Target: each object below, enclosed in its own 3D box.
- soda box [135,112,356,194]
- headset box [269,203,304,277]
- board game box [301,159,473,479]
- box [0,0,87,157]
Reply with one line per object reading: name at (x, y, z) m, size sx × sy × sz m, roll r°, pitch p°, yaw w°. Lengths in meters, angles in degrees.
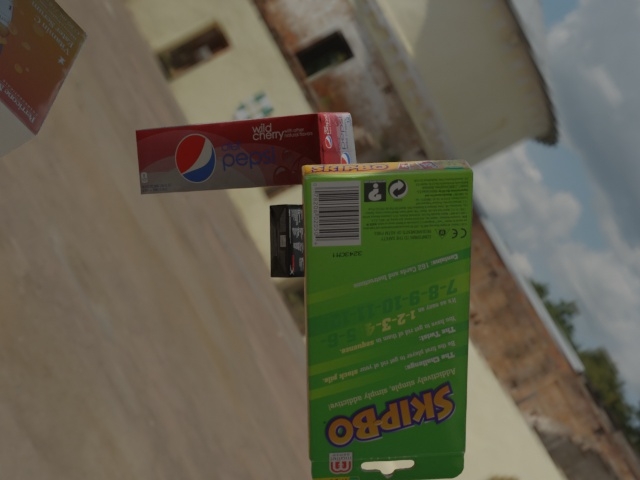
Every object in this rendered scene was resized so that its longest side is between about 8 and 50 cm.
soda box at (-0.092, -0.105, 1.578) m, size 0.092 × 0.263 × 0.084 m, roll -11°, pitch 98°, yaw -61°
headset box at (0.000, 0.000, 1.109) m, size 0.032 × 0.083 × 0.062 m, roll -1°, pitch -89°, yaw 57°
board game box at (0.050, 0.067, 0.994) m, size 0.039 × 0.124 × 0.260 m, roll -102°, pitch -169°, yaw -70°
box at (-0.309, -0.170, 1.201) m, size 0.130 × 0.091 × 0.170 m, roll 48°, pitch 32°, yaw -28°
